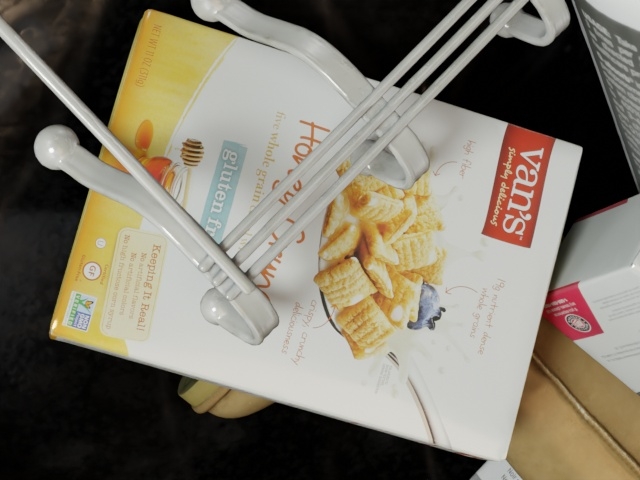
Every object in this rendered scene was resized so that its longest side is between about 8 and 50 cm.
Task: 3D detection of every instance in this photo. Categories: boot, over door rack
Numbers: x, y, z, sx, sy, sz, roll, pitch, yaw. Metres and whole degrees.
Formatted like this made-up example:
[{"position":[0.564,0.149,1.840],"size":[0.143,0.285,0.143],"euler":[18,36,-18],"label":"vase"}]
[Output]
[{"position":[0.091,0.094,0.945],"size":[0.236,0.089,0.269],"euler":[-42,99,2],"label":"boot"},{"position":[-0.060,-0.148,0.778],"size":[0.239,0.108,0.324],"euler":[-46,112,-17],"label":"over door rack"}]

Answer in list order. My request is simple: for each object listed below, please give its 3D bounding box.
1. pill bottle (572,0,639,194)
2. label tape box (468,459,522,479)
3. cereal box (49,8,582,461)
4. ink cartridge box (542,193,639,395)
[{"position":[0.232,-0.131,0.838],"size":[0.210,0.210,0.363],"euler":[-34,137,-3],"label":"pill bottle"},{"position":[0.248,0.170,1.108],"size":[0.240,0.106,0.334],"euler":[37,98,-34],"label":"label tape box"},{"position":[0.000,0.000,0.862],"size":[0.240,0.047,0.173],"euler":[16,82,-8],"label":"cereal box"},{"position":[0.201,0.046,0.879],"size":[0.150,0.109,0.063],"euler":[38,67,-11],"label":"ink cartridge box"}]
